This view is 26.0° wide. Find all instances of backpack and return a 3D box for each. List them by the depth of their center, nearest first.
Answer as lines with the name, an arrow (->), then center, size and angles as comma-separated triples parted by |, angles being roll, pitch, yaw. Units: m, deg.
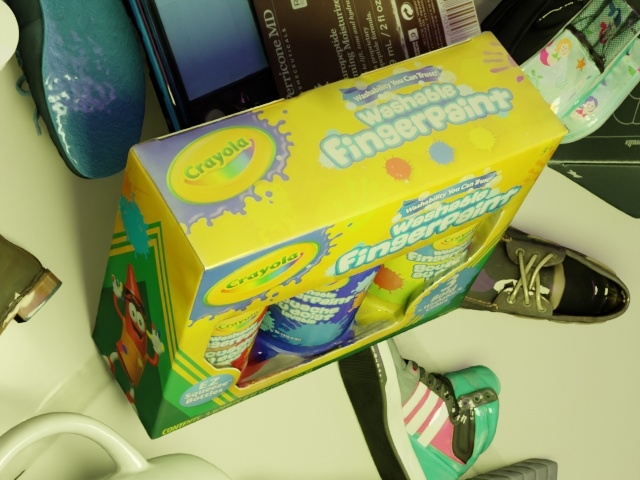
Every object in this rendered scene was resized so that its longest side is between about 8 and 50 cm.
backpack -> 0.288, -0.230, 1.803 | 0.253, 0.225, 0.191 | -44, 110, -19

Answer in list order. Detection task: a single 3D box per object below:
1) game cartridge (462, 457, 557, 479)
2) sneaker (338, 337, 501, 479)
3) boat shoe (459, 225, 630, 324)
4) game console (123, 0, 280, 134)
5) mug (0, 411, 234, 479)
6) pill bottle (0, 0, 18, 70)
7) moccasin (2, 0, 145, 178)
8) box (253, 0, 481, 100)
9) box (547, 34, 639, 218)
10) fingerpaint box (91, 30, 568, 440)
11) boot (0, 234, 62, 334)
game cartridge -> 0.251, 0.489, 1.885 | 0.230, 0.068, 0.355 | -3, 96, -59
sneaker -> 0.141, 0.191, 1.790 | 0.178, 0.123, 0.296 | -29, 117, -24
boat shoe -> 0.279, 0.041, 1.869 | 0.355, 0.130, 0.132 | 8, 89, -34
game console -> -0.128, -0.240, 1.545 | 0.250, 0.173, 0.293 | -29, 109, -32
mug -> -0.235, 0.357, 1.470 | 0.328, 0.276, 0.374 | -41, 109, -30
pill bottle -> -0.371, -0.202, 1.384 | 0.103, 0.184, 0.103 | -3, 95, -33
moccasin -> -0.273, -0.236, 1.491 | 0.137, 0.117, 0.342 | -13, 97, -32
box -> 0.059, -0.257, 1.634 | 0.167, 0.203, 0.169 | -27, 106, -47
box -> 0.540, -0.241, 1.927 | 0.212, 0.293, 0.396 | 27, 79, -32
fingerpaint box -> 0.000, 0.000, 1.513 | 0.444, 0.371, 0.163 | -21, 64, -28
boot -> -0.387, 0.083, 1.471 | 0.106, 0.082, 0.219 | 49, 62, -11
